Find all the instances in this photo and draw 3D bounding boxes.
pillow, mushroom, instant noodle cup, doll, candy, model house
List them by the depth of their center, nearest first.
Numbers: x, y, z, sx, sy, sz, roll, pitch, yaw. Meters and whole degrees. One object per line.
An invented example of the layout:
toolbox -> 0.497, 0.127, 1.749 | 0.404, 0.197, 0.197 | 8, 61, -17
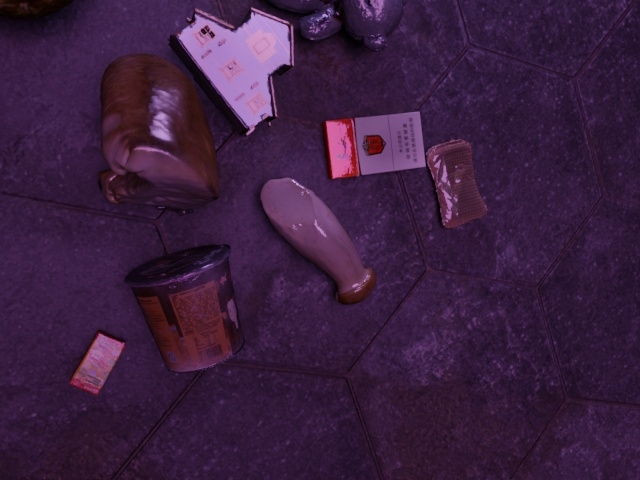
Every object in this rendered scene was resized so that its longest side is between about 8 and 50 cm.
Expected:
mushroom -> -0.284, -0.211, 1.081 | 0.224, 0.397, 0.314 | 3, 89, -21
instant noodle cup -> -0.261, 0.138, 1.214 | 0.217, 0.217, 0.207 | -18, 105, -17
model house -> -0.153, -0.372, 1.226 | 0.206, 0.178, 0.271 | -41, 102, -6
candy -> -0.461, 0.251, 1.234 | 0.062, 0.038, 0.122 | 30, 84, -18
doll -> 0.032, -0.546, 1.291 | 0.340, 0.158, 0.246 | 23, 74, -16
mushroom -> 0.000, 0.000, 1.334 | 0.128, 0.128, 0.350 | -42, 109, -12
pillow -> 0.337, -0.143, 1.483 | 0.135, 0.034, 0.211 | -18, 97, -15

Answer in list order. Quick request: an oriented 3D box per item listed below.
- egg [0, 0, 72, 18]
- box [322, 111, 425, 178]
egg -> -0.559, -0.518, 1.055 | 0.289, 0.238, 0.238 | -6, 96, 5
box -> 0.128, -0.225, 1.407 | 0.245, 0.035, 0.139 | -8, 96, -19
